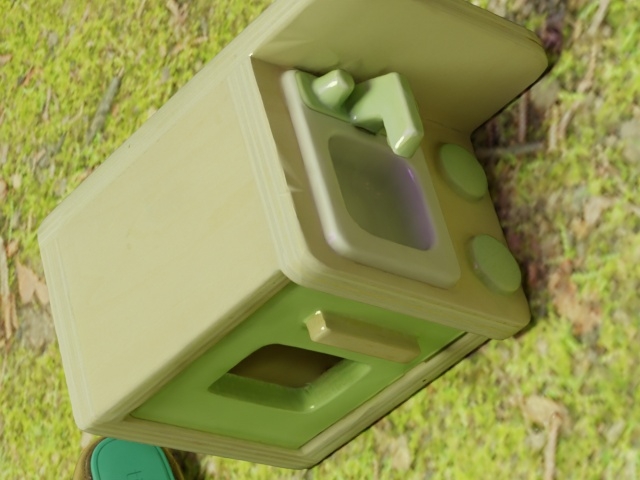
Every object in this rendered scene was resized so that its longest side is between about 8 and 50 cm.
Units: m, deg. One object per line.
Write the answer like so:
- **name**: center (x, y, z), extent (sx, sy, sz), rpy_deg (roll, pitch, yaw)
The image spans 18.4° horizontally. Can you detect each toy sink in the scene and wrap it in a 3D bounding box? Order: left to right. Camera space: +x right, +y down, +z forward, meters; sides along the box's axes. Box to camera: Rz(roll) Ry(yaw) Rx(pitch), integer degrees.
- **toy sink**: center (0.000, 0.000, 0.947), extent (0.234, 0.153, 0.131), rpy_deg (-39, 52, 32)

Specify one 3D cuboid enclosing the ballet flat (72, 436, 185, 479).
- **ballet flat**: center (-0.078, 0.208, 1.044), extent (0.073, 0.080, 0.232), rpy_deg (108, 151, -48)
